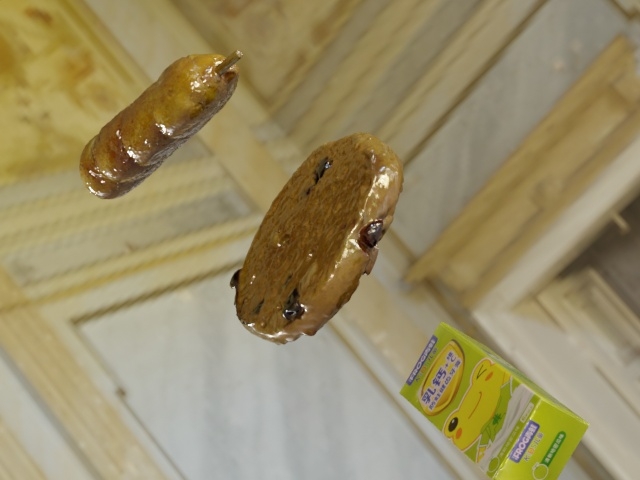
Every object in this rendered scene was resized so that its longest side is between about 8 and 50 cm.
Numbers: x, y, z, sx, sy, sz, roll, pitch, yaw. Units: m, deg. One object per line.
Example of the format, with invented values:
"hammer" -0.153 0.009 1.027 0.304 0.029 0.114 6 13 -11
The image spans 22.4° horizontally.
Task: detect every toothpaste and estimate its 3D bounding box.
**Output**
"toothpaste" 0.200 0.200 1.918 0.110 0.077 0.327 -61 21 4

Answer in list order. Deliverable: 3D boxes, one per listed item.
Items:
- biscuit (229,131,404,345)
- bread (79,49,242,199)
"biscuit" 0.001 0.001 1.908 0.296 0.075 0.296 -45 27 31
"bread" -0.195 -0.157 2.021 0.344 0.084 0.124 -37 2 45
